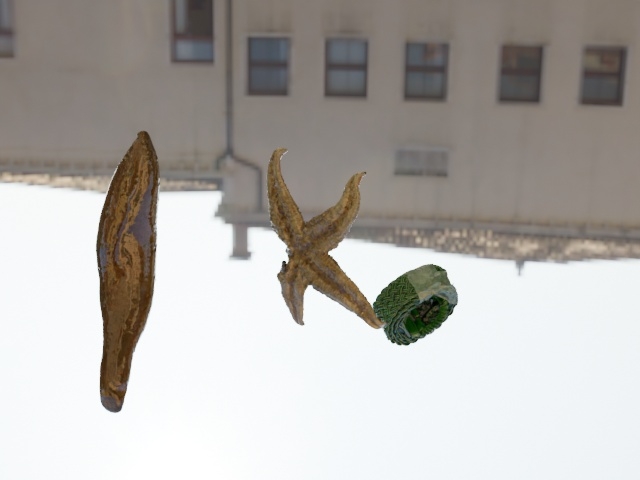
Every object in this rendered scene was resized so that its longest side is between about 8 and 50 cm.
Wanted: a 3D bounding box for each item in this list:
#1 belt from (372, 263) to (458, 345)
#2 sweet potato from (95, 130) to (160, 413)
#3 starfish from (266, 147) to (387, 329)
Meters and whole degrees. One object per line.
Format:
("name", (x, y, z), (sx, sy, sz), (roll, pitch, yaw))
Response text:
("belt", (0.166, 0.114, 2.006), (0.151, 0.121, 0.079), (-38, -132, -3))
("sweet potato", (-0.246, 0.038, 1.487), (0.079, 0.346, 0.108), (5, 179, -2))
("starfish", (0.001, 0.000, 1.538), (0.138, 0.247, 0.050), (-5, -167, 19))
